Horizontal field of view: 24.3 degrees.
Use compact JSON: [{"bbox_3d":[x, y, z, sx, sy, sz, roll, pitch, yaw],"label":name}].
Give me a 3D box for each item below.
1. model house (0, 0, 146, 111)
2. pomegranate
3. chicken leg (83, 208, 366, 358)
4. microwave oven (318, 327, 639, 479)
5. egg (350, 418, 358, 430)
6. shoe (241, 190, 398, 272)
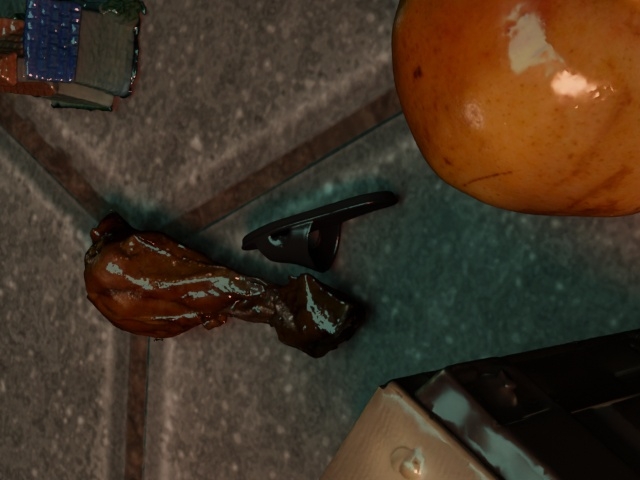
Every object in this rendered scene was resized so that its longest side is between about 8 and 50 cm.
[{"bbox_3d":[-0.270,-0.186,1.414,0.148,0.148,0.119,8,96,33],"label":"model house"},{"bbox_3d":[0.182,-0.137,1.026,0.264,0.264,0.264,2,93,35],"label":"pomegranate"},{"bbox_3d":[-0.098,0.047,1.334,0.304,0.093,0.113,9,132,33],"label":"chicken leg"},{"bbox_3d":[0.202,0.230,0.945,0.333,0.394,0.247,44,116,25],"label":"microwave oven"},{"bbox_3d":[0.061,0.167,1.234,0.071,0.083,0.071,17,109,60],"label":"egg"},{"bbox_3d":[0.000,0.000,1.286,0.159,0.062,0.053,-21,82,30],"label":"shoe"}]
